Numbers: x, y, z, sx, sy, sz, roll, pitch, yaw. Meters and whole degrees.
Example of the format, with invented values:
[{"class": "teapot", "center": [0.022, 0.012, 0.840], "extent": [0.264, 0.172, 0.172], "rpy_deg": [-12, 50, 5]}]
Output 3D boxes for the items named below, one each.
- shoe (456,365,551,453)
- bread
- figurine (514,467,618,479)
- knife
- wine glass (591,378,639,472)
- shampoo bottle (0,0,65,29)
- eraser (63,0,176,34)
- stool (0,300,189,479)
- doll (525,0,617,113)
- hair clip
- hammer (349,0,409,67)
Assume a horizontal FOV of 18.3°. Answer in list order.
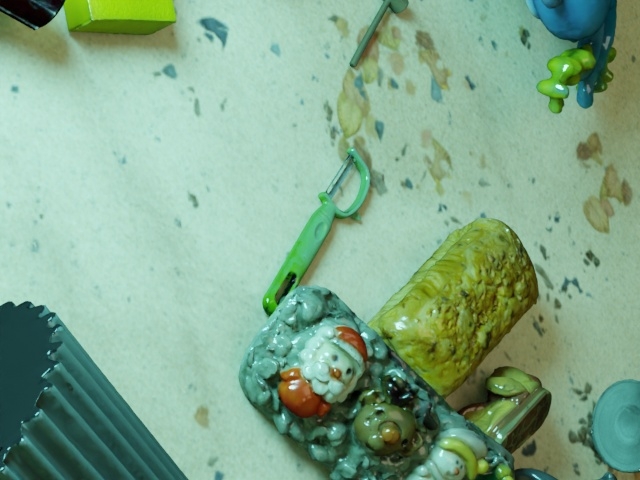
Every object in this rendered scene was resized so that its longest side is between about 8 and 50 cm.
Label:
[{"class": "shoe", "center": [0.177, 0.163, 1.940], "extent": [0.109, 0.069, 0.072], "rpy_deg": [-55, 153, -27]}, {"class": "bread", "center": [0.131, 0.067, 1.918], "extent": [0.211, 0.083, 0.114], "rpy_deg": [-45, 114, -40]}, {"class": "figurine", "center": [0.297, 0.354, 1.948], "extent": [0.193, 0.140, 0.265], "rpy_deg": [-6, 101, -7]}, {"class": "knife", "center": [-0.001, 0.000, 1.857], "extent": [0.054, 0.015, 0.212], "rpy_deg": [55, 46, -27]}, {"class": "wine glass", "center": [0.418, 0.287, 2.150], "extent": [0.309, 0.096, 0.264], "rpy_deg": [7, 89, -44]}, {"class": "shampoo bottle", "center": [-0.318, -0.254, 1.562], "extent": [0.278, 0.104, 0.104], "rpy_deg": [31, 58, -34]}, {"class": "eraser", "center": [-0.183, -0.243, 1.733], "extent": [0.097, 0.045, 0.122], "rpy_deg": [-6, 83, -45]}, {"class": "stool", "center": [-0.194, 0.257, 1.402], "extent": [0.330, 0.297, 0.297], "rpy_deg": [49, 49, -27]}, {"class": "doll", "center": [0.273, -0.321, 2.120], "extent": [0.341, 0.099, 0.346], "rpy_deg": [-54, 145, -64]}, {"class": "hair clip", "center": [0.068, 0.177, 1.791], "extent": [0.321, 0.091, 0.138], "rpy_deg": [42, 75, -25]}, {"class": "hammer", "center": [0.054, -0.212, 1.974], "extent": [0.035, 0.019, 0.110], "rpy_deg": [45, 53, -25]}]
